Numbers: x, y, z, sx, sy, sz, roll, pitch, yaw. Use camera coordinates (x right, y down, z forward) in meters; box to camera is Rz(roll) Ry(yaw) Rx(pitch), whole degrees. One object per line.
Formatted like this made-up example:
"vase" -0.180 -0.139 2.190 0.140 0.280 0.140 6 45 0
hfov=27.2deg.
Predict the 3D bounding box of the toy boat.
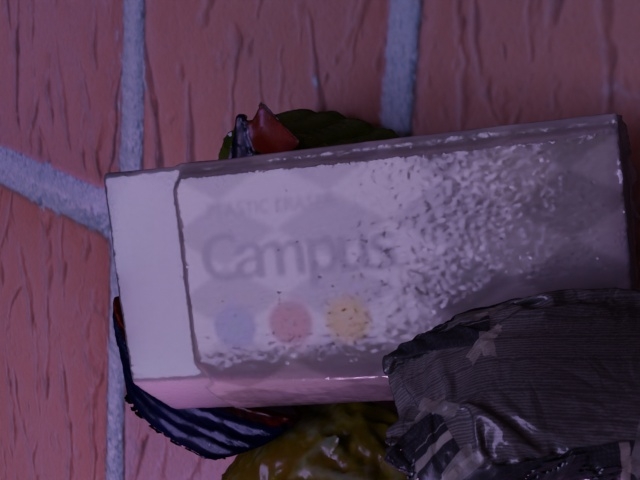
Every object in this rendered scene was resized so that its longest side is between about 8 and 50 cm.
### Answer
"toy boat" -0.070 0.056 1.131 0.318 0.072 0.219 -49 66 31

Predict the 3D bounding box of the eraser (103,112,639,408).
"eraser" 0.040 0.028 1.004 0.397 0.082 0.213 -4 97 19

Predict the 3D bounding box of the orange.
"orange" 0.016 0.315 1.146 0.271 0.210 0.368 -46 63 46

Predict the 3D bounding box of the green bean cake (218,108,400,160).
"green bean cake" 0.000 0.000 1.155 0.200 0.113 0.214 20 115 45

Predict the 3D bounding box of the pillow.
"pillow" 0.207 0.105 0.845 0.092 0.335 0.161 86 -176 -47
